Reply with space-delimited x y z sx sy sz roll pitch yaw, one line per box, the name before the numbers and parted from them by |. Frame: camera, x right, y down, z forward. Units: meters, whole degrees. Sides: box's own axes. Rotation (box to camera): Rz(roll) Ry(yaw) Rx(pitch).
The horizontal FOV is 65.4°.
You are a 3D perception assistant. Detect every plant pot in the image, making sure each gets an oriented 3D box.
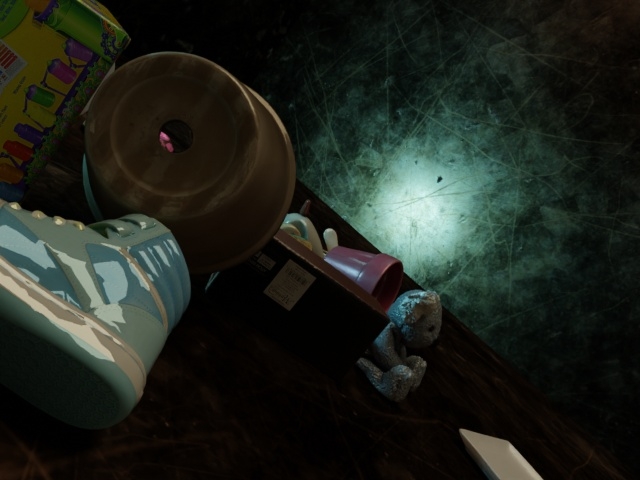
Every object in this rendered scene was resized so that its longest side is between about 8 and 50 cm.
plant pot | -0.179 -0.110 0.681 0.323 0.323 0.280 37 -8 -7
plant pot | 0.097 0.107 1.341 0.180 0.201 0.201 27 3 28

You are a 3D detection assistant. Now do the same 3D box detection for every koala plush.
koala plush | 0.178 0.195 1.088 0.203 0.221 0.196 42 11 20

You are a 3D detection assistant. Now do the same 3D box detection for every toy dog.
toy dog | 0.000 0.000 1.507 0.333 0.161 0.220 30 13 -40

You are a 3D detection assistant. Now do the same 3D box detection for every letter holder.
letter holder | -0.045 0.091 0.974 0.302 0.152 0.214 36 8 -12

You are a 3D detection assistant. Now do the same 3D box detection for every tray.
tray | 0.406 0.497 1.106 0.270 0.030 0.145 30 14 -42

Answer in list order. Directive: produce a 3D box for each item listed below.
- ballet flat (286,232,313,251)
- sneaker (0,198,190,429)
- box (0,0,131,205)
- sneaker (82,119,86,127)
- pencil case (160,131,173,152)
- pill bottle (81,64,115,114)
ballet flat | -0.132 0.020 1.136 0.348 0.123 0.123 23 18 -51
sneaker | -0.266 0.007 0.477 0.319 0.127 0.208 46 30 -12
box | -0.423 -0.209 0.546 0.279 0.290 0.177 31 12 -42
sneaker | -0.480 -0.320 1.230 0.086 0.163 0.226 39 11 -5
pencil case | -0.407 -0.212 1.214 0.098 0.095 0.209 -1 24 -13
pill bottle | -0.635 -0.437 1.012 0.392 0.224 0.224 38 10 3
